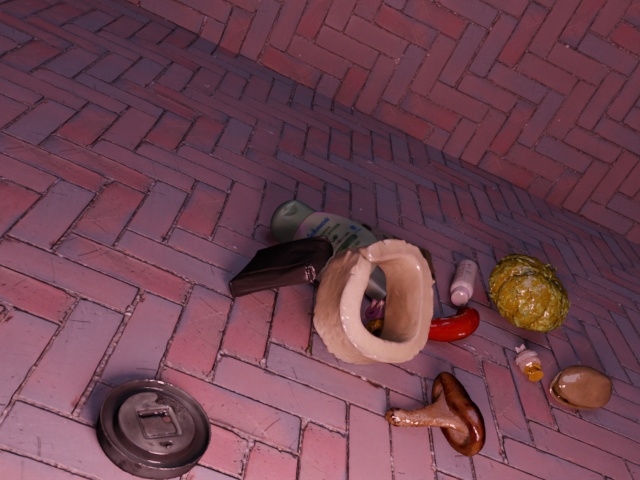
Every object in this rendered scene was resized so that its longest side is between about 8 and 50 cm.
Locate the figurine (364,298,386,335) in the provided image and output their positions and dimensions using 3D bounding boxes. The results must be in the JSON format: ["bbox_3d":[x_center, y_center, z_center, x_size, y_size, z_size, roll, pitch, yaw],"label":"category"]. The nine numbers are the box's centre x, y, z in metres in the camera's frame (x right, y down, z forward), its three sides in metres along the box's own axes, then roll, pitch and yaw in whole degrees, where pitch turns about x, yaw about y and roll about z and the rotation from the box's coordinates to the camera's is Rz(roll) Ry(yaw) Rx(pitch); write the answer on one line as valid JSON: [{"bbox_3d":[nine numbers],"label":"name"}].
[{"bbox_3d":[0.191,0.250,1.925,0.156,0.115,0.095,36,-14,-30],"label":"figurine"}]

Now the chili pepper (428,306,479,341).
[{"bbox_3d":[0.402,0.252,2.103,0.137,0.091,0.368,32,21,35],"label":"chili pepper"}]

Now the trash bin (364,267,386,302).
[{"bbox_3d":[0.170,0.135,2.115,0.130,0.059,0.116,41,30,21],"label":"trash bin"}]

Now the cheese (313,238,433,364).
[{"bbox_3d":[0.142,0.151,1.755,0.292,0.153,0.332,23,67,-30],"label":"cheese"}]

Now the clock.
[{"bbox_3d":[-0.313,0.354,1.284,0.215,0.042,0.215,23,27,-12],"label":"clock"}]

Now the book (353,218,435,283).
[{"bbox_3d":[0.259,0.036,2.419,0.310,0.021,0.217,23,27,-11],"label":"book"}]

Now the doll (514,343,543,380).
[{"bbox_3d":[0.656,0.385,2.139,0.084,0.073,0.127,51,15,-37],"label":"doll"}]

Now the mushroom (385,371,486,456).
[{"bbox_3d":[0.267,0.433,1.641,0.218,0.148,0.227,-6,29,-21],"label":"mushroom"}]

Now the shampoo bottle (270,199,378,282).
[{"bbox_3d":[0.000,0.000,2.063,0.350,0.151,0.222,32,66,24],"label":"shampoo bottle"}]

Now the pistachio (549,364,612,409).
[{"bbox_3d":[0.804,0.452,2.098,0.226,0.135,0.136,7,33,-25],"label":"pistachio"}]

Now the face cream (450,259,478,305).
[{"bbox_3d":[0.500,0.151,2.379,0.082,0.082,0.269,30,27,4],"label":"face cream"}]

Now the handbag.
[{"bbox_3d":[-0.103,0.065,1.811,0.247,0.080,0.223,-13,14,20],"label":"handbag"}]

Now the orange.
[{"bbox_3d":[0.722,0.195,2.363,0.300,0.223,0.301,19,33,-29],"label":"orange"}]
